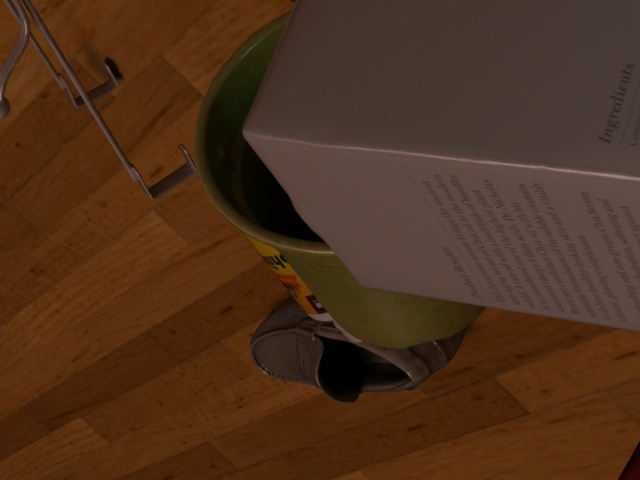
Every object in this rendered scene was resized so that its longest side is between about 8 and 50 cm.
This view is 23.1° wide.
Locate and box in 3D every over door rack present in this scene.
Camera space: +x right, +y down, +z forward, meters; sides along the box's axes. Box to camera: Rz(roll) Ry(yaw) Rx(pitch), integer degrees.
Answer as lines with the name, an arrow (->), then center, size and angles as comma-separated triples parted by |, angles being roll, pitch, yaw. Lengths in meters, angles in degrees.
over door rack -> -0.285, -0.176, 1.505 | 0.324, 0.108, 0.239 | 46, 180, -42

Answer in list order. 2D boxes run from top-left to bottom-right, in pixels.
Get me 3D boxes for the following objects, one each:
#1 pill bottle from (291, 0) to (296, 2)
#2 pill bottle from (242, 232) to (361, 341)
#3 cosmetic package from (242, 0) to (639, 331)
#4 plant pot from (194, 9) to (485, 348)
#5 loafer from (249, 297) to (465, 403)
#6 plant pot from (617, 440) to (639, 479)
pill bottle -> 0.013, -0.259, 1.219 | 0.278, 0.162, 0.162 | 27, 146, 15
pill bottle -> 0.000, 0.000, 1.597 | 0.117, 0.117, 0.215 | -10, 125, 49
cosmetic package -> 0.206, -0.054, 1.030 | 0.453, 0.161, 0.230 | 8, 155, 29
plant pot -> 0.056, -0.038, 1.395 | 0.276, 0.276, 0.254 | 19, 154, 26
loafer -> 0.020, 0.123, 1.737 | 0.319, 0.111, 0.112 | -14, 121, 51
plant pot -> 0.420, 0.126, 1.230 | 0.267, 0.267, 0.236 | 28, 142, 15
